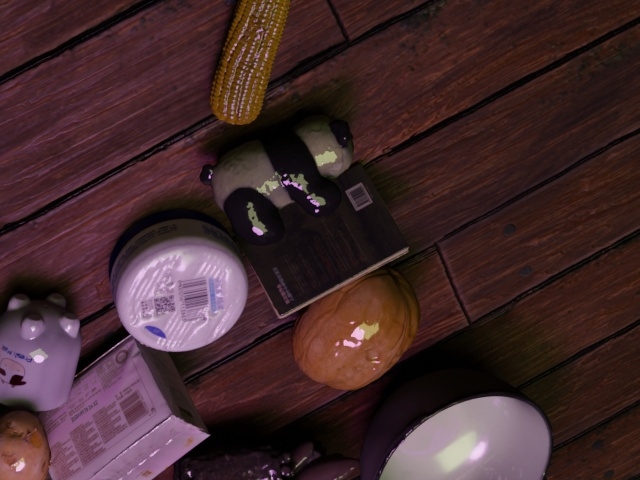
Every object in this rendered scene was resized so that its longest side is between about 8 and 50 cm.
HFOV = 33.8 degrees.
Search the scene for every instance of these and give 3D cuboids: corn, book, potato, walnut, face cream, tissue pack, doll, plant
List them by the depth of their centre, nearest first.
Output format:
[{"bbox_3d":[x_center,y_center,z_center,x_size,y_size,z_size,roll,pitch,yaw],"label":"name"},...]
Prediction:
[{"bbox_3d":[-0.097,-0.269,1.465,0.080,0.080,0.231,8,117,-23],"label":"corn"},{"bbox_3d":[-0.447,0.317,1.539,0.109,0.118,0.178,37,143,-2],"label":"potato"},{"bbox_3d":[-0.051,-0.097,1.548,0.234,0.143,0.135,-25,118,-3],"label":"doll"},{"bbox_3d":[-0.215,0.065,1.604,0.206,0.111,0.206,-8,123,-13],"label":"face cream"},{"bbox_3d":[0.000,0.000,1.629,0.228,0.160,0.024,-28,167,-1],"label":"book"},{"bbox_3d":[-0.318,0.286,1.645,0.225,0.185,0.124,-38,143,5],"label":"tissue pack"},{"bbox_3d":[0.056,0.139,1.698,0.193,0.193,0.226,30,106,-31],"label":"walnut"},{"bbox_3d":[-0.088,0.424,1.791,0.320,0.194,0.182,0,86,-13],"label":"plant"}]

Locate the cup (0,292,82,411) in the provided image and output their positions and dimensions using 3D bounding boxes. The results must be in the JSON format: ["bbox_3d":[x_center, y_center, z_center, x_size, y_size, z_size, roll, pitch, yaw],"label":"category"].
[{"bbox_3d":[-0.439,0.149,1.581,0.134,0.173,0.142,-11,127,-51],"label":"cup"}]

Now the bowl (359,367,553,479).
[{"bbox_3d":[0.213,0.360,1.869,0.353,0.185,0.354,-12,122,-19],"label":"bowl"}]
